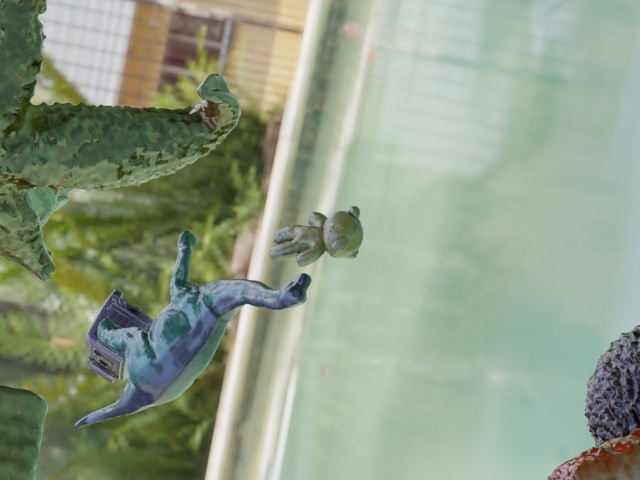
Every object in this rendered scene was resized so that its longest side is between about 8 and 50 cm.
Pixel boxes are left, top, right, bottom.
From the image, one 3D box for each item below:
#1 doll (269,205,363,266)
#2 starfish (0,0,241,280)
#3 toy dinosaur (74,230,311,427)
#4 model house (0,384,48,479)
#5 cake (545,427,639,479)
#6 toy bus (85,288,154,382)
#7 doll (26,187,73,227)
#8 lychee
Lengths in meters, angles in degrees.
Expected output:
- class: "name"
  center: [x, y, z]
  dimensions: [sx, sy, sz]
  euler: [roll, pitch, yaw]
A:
- class: "doll"
  center: [-0.004, -0.006, 1.408]
  dimensions: [0.051, 0.093, 0.061]
  euler: [74, -155, -51]
- class: "starfish"
  center: [-0.278, -0.139, 1.221]
  dimensions: [0.324, 0.432, 0.082]
  euler: [-42, 35, 7]
- class: "toy dinosaur"
  center: [-0.178, 0.157, 1.985]
  dimensions: [0.383, 0.129, 0.331]
  euler: [-56, 28, 2]
- class: "model house"
  center: [-0.305, 0.192, 1.093]
  dimensions: [0.175, 0.193, 0.234]
  euler: [128, 153, -74]
- class: "cake"
  center: [0.347, 0.361, 1.480]
  dimensions: [0.319, 0.270, 0.269]
  euler: [68, 152, 21]
- class: "toy bus"
  center: [-0.314, 0.156, 2.358]
  dimensions: [0.108, 0.096, 0.199]
  euler: [-57, -1, -17]
- class: "doll"
  center: [-0.425, -0.050, 1.826]
  dimensions: [0.155, 0.275, 0.113]
  euler: [-61, 36, 37]
- class: "lychee"
  center: [0.462, 0.214, 1.950]
  dimensions: [0.271, 0.236, 0.236]
  euler: [-4, -74, -75]
